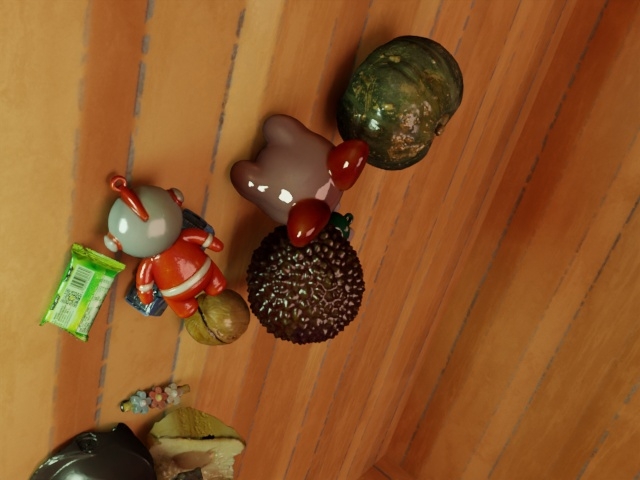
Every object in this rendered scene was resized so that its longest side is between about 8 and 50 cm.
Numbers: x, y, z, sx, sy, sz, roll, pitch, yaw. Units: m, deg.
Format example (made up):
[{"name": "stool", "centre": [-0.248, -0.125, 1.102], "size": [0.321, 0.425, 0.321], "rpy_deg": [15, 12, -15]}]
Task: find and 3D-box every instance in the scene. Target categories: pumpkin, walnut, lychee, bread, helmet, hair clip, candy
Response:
[{"name": "pumpkin", "centre": [0.193, -0.338, 1.775], "size": [0.328, 0.257, 0.292], "rpy_deg": [-49, 166, -31]}, {"name": "walnut", "centre": [-0.250, 0.189, 1.737], "size": [0.144, 0.144, 0.180], "rpy_deg": [-60, 162, 6]}, {"name": "lychee", "centre": [-0.038, 0.102, 1.760], "size": [0.306, 0.306, 0.330], "rpy_deg": [-50, 149, -15]}, {"name": "bread", "centre": [-0.351, 0.564, 1.870], "size": [0.211, 0.224, 0.184], "rpy_deg": [-15, 126, -58]}, {"name": "helmet", "centre": [-0.511, 0.576, 1.672], "size": [0.305, 0.177, 0.225], "rpy_deg": [-17, 136, -54]}, {"name": "hair clip", "centre": [-0.401, 0.391, 1.784], "size": [0.056, 0.063, 0.213], "rpy_deg": [-22, 170, 28]}, {"name": "candy", "centre": [-0.451, 0.101, 1.357], "size": [0.102, 0.032, 0.178], "rpy_deg": [23, 104, -22]}]

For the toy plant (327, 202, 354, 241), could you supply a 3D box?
[{"name": "toy plant", "centre": [0.000, -0.004, 1.975], "size": [0.243, 0.112, 0.232], "rpy_deg": [-50, 143, -5]}]

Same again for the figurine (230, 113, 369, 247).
[{"name": "figurine", "centre": [-0.038, -0.127, 1.617], "size": [0.270, 0.261, 0.211], "rpy_deg": [-57, 157, -6]}]

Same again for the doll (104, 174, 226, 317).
[{"name": "doll", "centre": [-0.312, 0.006, 1.403], "size": [0.199, 0.105, 0.337], "rpy_deg": [-38, 127, -11]}]

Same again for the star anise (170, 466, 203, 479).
[{"name": "star anise", "centre": [-0.380, 0.665, 1.746], "size": [0.220, 0.099, 0.214], "rpy_deg": [-47, 165, 9]}]

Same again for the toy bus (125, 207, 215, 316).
[{"name": "toy bus", "centre": [-0.320, 0.049, 1.536], "size": [0.237, 0.079, 0.094], "rpy_deg": [-56, 170, -2]}]
